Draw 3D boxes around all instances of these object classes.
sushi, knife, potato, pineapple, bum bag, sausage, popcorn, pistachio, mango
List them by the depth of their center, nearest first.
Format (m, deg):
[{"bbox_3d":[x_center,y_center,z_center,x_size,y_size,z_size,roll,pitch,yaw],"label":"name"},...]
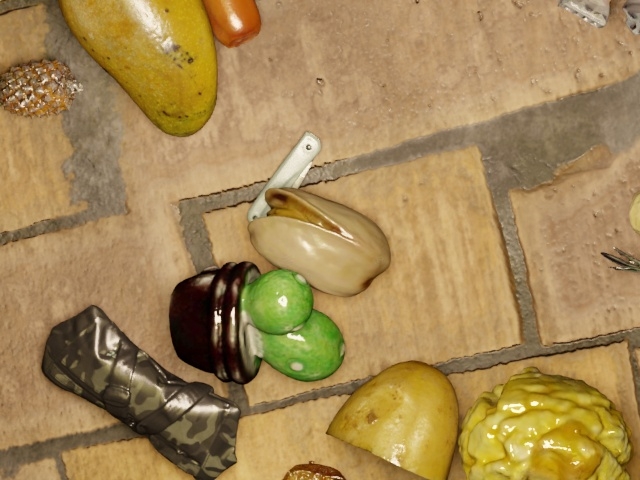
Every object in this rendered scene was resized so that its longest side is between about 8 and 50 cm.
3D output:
[{"bbox_3d":[-0.248,-0.297,1.830,0.176,0.176,0.329,-31,98,-19],"label":"mango"},{"bbox_3d":[-0.145,-0.371,1.856,0.076,0.076,0.197,-21,96,7],"label":"sausage"},{"bbox_3d":[0.318,0.304,1.864,0.249,0.249,0.225,9,117,3],"label":"popcorn"},{"bbox_3d":[0.000,0.000,1.878,0.206,0.131,0.129,26,63,-8],"label":"pistachio"},{"bbox_3d":[0.122,0.250,1.900,0.178,0.203,0.158,26,79,-17],"label":"potato"},{"bbox_3d":[-0.448,-0.207,1.900,0.221,0.083,0.103,-6,98,8],"label":"pineapple"},{"bbox_3d":[-0.051,-0.084,1.921,0.044,0.023,0.162,36,100,-1],"label":"knife"},{"bbox_3d":[-0.260,0.229,1.955,0.340,0.095,0.144,36,115,-1],"label":"bum bag"},{"bbox_3d":[-0.011,0.367,1.975,0.118,0.060,0.061,-11,103,7],"label":"sushi"}]

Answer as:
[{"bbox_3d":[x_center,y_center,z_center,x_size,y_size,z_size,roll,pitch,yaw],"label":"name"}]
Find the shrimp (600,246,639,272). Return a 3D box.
[{"bbox_3d":[0.578,0.079,1.831,0.372,0.137,0.172,13,145,-8],"label":"shrimp"}]

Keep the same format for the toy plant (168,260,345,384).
[{"bbox_3d":[-0.088,0.123,1.886,0.235,0.218,0.175,1,55,12],"label":"toy plant"}]

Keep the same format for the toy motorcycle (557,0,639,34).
[{"bbox_3d":[0.408,-0.354,1.791,0.401,0.134,0.207,13,94,1],"label":"toy motorcycle"}]

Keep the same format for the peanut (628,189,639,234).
[{"bbox_3d":[0.541,-0.055,1.849,0.214,0.090,0.098,-16,110,6],"label":"peanut"}]
